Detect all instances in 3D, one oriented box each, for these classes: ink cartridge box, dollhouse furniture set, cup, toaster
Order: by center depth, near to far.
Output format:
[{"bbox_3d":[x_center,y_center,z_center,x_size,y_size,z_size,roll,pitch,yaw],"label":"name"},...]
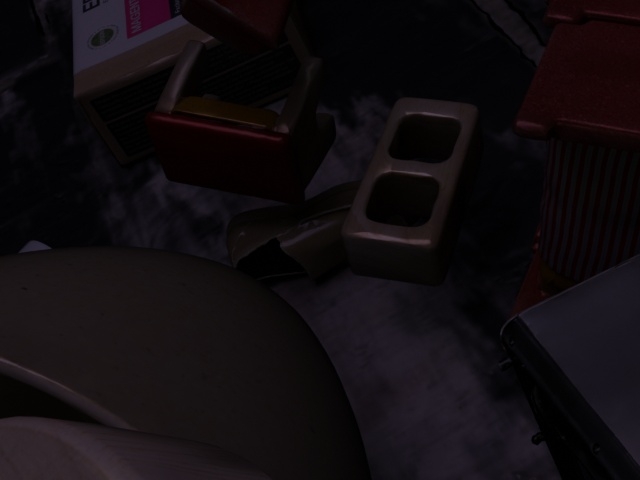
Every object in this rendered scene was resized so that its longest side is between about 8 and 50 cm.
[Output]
[{"bbox_3d":[0.178,0.113,0.522,0.110,0.168,0.185,-32,42,-2],"label":"toaster"},{"bbox_3d":[-0.105,0.134,0.595,0.331,0.331,0.237,-8,22,24],"label":"cup"},{"bbox_3d":[0.055,-0.061,0.670,0.374,0.201,0.152,10,55,18],"label":"dollhouse furniture set"},{"bbox_3d":[-0.117,-0.200,1.042,0.193,0.088,0.234,-22,44,8],"label":"ink cartridge box"}]

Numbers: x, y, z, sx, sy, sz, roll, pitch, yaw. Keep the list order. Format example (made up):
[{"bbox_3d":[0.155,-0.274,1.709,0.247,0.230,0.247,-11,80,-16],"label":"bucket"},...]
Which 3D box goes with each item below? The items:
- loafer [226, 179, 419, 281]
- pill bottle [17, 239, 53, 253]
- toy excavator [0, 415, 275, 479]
[{"bbox_3d":[0.000,0.000,0.816,0.148,0.056,0.050,-14,48,28],"label":"loafer"},{"bbox_3d":[-0.236,0.092,0.824,0.103,0.103,0.184,20,62,41],"label":"pill bottle"},{"bbox_3d":[-0.198,0.286,0.407,0.445,0.222,0.433,-7,72,33],"label":"toy excavator"}]
